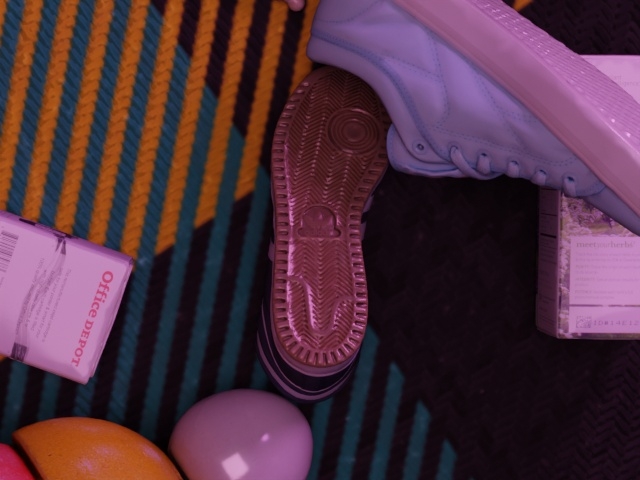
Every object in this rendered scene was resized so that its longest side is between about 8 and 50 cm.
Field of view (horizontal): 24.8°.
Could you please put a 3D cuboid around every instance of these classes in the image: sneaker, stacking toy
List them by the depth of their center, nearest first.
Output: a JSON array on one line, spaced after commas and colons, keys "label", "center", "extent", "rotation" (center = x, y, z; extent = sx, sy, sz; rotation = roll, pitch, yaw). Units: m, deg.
[{"label": "sneaker", "center": [0.137, -0.092, 1.143], "extent": [0.366, 0.135, 0.150], "rotation": [43, 114, 24]}, {"label": "stacking toy", "center": [-0.215, 0.252, 1.154], "extent": [0.479, 0.350, 0.351], "rotation": [-28, 95, -16]}, {"label": "sneaker", "center": [0.000, 0.000, 1.229], "extent": [0.099, 0.153, 0.282], "rotation": [7, 63, -1]}]

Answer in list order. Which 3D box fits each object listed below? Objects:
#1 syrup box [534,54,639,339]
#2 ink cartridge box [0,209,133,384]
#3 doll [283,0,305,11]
[{"label": "syrup box", "center": [0.237, -0.037, 1.229], "extent": [0.093, 0.096, 0.237], "rotation": [0, 92, -3]}, {"label": "ink cartridge box", "center": [-0.244, 0.042, 1.225], "extent": [0.150, 0.063, 0.109], "rotation": [20, 92, -5]}, {"label": "doll", "center": [0.005, -0.252, 1.226], "extent": [0.189, 0.046, 0.129], "rotation": [14, 105, -4]}]
